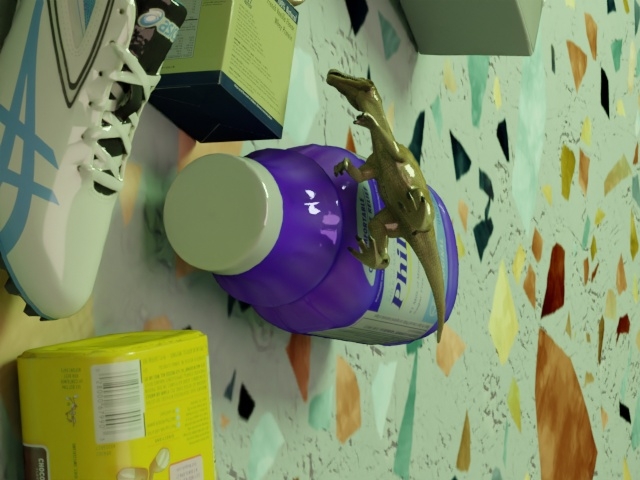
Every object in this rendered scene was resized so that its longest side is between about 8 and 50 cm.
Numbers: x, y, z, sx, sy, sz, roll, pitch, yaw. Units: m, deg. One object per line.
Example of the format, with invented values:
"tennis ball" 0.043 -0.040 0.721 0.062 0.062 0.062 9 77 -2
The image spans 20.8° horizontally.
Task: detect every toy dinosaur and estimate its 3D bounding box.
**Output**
"toy dinosaur" 0.051 -0.018 1.022 0.183 0.053 0.092 69 22 -9

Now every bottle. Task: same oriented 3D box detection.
"bottle" 0.000 0.000 1.085 0.283 0.092 0.118 17 66 -64

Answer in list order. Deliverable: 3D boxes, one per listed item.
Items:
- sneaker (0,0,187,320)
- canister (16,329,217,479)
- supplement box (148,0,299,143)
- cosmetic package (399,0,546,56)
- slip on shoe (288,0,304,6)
"sneaker" -0.113 -0.078 0.852 0.085 0.086 0.237 29 64 -64
"canister" -0.099 0.135 0.887 0.126 0.073 0.169 -6 93 -66
"supplement box" -0.058 -0.110 1.007 0.083 0.056 0.083 39 54 -59
"cosmetic package" 0.102 -0.253 1.296 0.238 0.107 0.127 67 32 -54
"slip on shoe" -0.050 -0.180 1.047 0.135 0.041 0.051 56 40 -50
